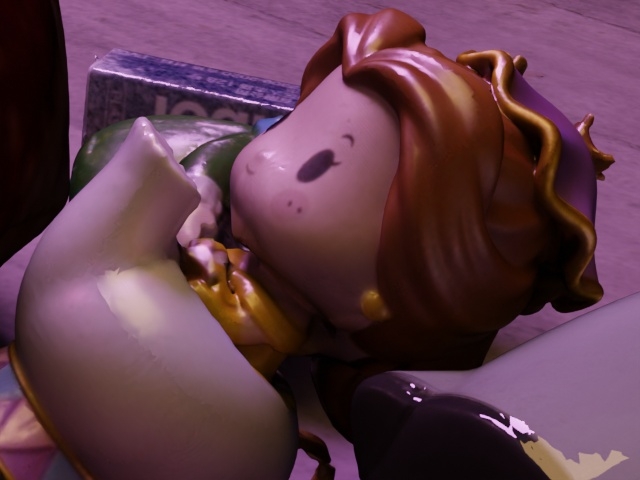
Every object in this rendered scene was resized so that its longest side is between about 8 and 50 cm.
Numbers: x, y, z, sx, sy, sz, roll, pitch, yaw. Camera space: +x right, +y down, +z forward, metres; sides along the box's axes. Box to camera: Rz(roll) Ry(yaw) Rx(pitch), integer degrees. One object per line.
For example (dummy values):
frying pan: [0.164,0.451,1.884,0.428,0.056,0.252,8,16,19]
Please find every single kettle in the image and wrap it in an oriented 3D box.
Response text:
kettle: [0.150,0.115,0.623,0.236,0.161,0.221,-13,62,-34]

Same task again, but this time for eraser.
eraser: [-0.025,-0.039,0.952,0.212,0.092,0.046,12,24,8]

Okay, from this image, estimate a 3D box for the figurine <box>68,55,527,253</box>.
figurine: [0.000,-0.009,0.825,0.234,0.127,0.185,-2,32,0]

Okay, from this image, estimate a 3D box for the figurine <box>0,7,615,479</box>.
figurine: [-0.007,0.015,0.679,0.263,0.189,0.142,-34,36,-1]

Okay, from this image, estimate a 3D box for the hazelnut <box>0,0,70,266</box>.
hazelnut: [-0.298,-0.116,0.715,0.402,0.402,0.429,0,13,-14]
